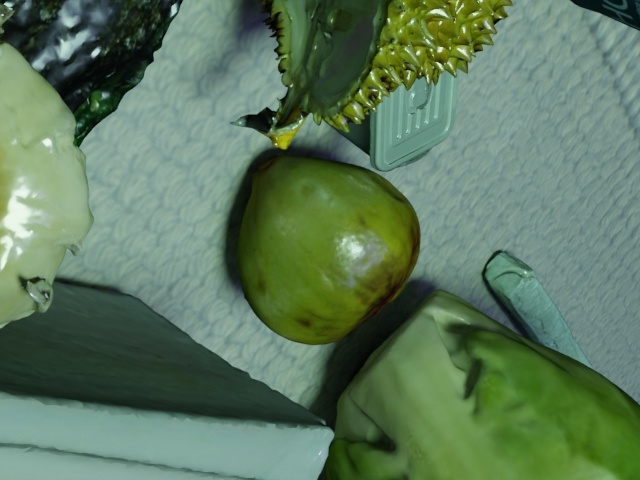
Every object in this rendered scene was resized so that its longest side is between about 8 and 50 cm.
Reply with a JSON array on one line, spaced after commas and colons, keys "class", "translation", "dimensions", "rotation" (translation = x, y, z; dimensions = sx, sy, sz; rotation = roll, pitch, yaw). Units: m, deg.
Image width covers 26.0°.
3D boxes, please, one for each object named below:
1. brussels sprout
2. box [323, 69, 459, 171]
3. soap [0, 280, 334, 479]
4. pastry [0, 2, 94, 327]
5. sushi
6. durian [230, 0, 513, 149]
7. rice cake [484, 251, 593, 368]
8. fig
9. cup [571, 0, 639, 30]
[{"class": "brussels sprout", "translation": [0.146, 0.221, 1.162], "dimensions": [0.281, 0.355, 0.289], "rotation": [-33, 179, -17]}, {"class": "box", "translation": [0.048, -0.119, 0.992], "dimensions": [0.084, 0.069, 0.122], "rotation": [-30, 138, -33]}, {"class": "soap", "translation": [-0.253, 0.173, 0.760], "dimensions": [0.435, 0.213, 0.350], "rotation": [18, 108, -54]}, {"class": "pastry", "translation": [-0.179, -0.027, 0.596], "dimensions": [0.166, 0.088, 0.166], "rotation": [-2, 97, -13]}, {"class": "sushi", "translation": [-0.161, -0.112, 0.712], "dimensions": [0.225, 0.124, 0.127], "rotation": [-49, 144, -9]}, {"class": "durian", "translation": [0.047, -0.157, 0.852], "dimensions": [0.138, 0.193, 0.237], "rotation": [16, 107, -35]}, {"class": "rice cake", "translation": [0.216, 0.080, 1.362], "dimensions": [0.042, 0.045, 0.245], "rotation": [-48, 144, -4]}, {"class": "fig", "translation": [0.008, 0.008, 1.004], "dimensions": [0.136, 0.121, 0.153], "rotation": [-37, 143, -30]}, {"class": "cup", "translation": [0.364, -0.262, 1.050], "dimensions": [0.242, 0.292, 0.308], "rotation": [-29, 138, -31]}]
